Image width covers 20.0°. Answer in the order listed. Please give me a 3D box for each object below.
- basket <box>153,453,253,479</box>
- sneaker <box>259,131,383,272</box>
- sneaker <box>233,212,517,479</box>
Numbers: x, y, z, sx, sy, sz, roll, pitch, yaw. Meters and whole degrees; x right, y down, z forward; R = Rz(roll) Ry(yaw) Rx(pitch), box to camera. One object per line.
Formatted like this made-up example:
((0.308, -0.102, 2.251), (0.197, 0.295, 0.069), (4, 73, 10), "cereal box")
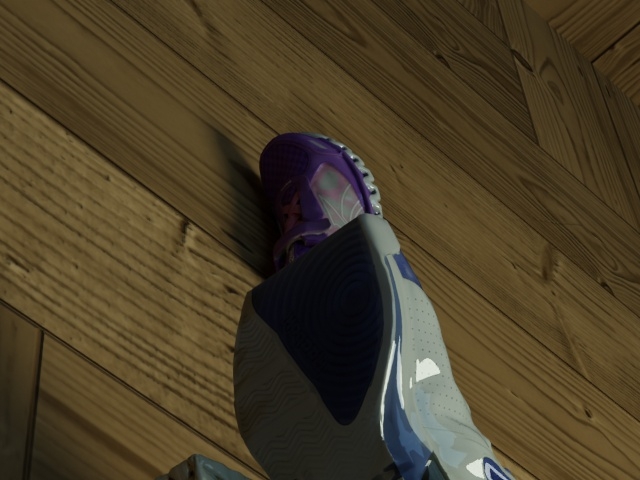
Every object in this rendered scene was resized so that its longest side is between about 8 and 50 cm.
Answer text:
((-0.048, 0.215, 1.074), (0.167, 0.103, 0.113), (31, 29, -37), "basket")
((0.000, 0.000, 1.525), (0.104, 0.095, 0.236), (9, 46, -47), "sneaker")
((0.065, 0.156, 1.105), (0.182, 0.127, 0.315), (27, 38, -52), "sneaker")
